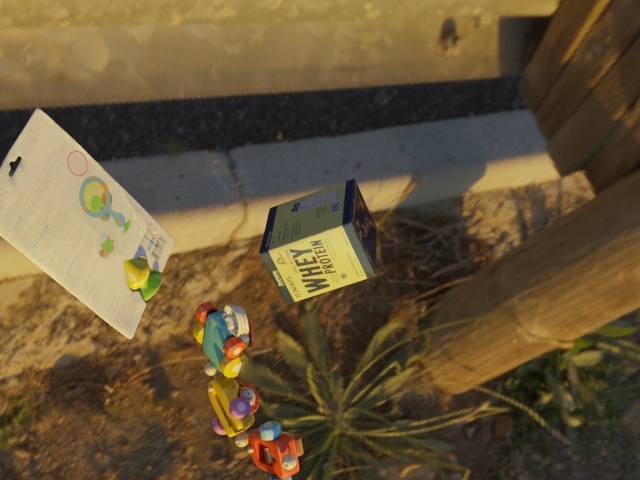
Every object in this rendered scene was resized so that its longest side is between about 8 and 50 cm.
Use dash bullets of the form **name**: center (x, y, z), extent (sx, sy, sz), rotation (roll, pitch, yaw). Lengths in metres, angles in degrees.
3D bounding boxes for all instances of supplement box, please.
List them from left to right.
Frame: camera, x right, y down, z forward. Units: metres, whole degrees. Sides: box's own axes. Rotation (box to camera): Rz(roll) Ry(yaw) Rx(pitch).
- **supplement box**: center (0.000, 0.000, 0.843), extent (0.083, 0.083, 0.056), rotation (-82, 150, -60)

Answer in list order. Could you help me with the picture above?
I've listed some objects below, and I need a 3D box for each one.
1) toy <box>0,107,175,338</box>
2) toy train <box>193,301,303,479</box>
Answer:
- **toy**: center (-0.265, -0.011, 1.052), extent (0.237, 0.056, 0.136), rotation (46, 51, -38)
- **toy train**: center (-0.057, 0.128, 0.855), extent (0.046, 0.125, 0.166), rotation (-18, 99, -33)
